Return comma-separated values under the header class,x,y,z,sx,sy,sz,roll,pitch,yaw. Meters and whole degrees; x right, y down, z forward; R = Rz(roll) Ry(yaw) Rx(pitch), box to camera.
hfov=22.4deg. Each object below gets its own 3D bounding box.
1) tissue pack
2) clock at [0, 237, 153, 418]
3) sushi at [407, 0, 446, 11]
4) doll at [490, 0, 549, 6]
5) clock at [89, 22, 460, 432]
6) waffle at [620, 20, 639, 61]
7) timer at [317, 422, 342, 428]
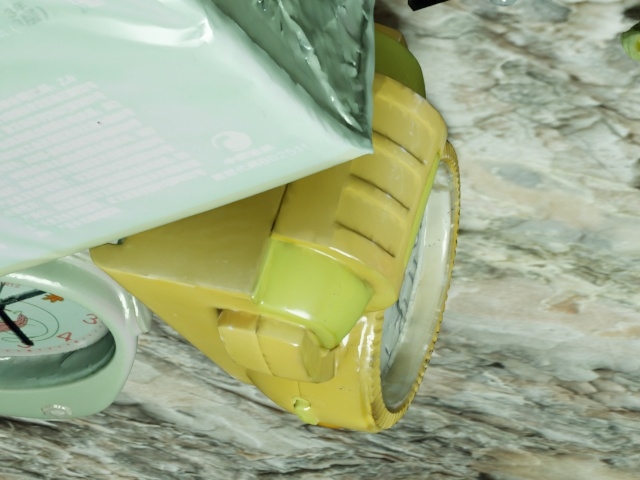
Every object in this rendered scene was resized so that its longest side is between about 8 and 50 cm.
class,x,y,z,sx,sy,sz,roll,pitch,yaw
tissue pack,-0.214,-0.137,0.941,0.404,0.205,0.332,-15,143,29
clock,-0.271,0.040,1.359,0.265,0.109,0.324,13,148,-18
sushi,0.061,-0.197,0.948,0.056,0.085,0.083,-15,147,25
doll,0.144,-0.190,0.976,0.094,0.079,0.180,-8,166,-14
clock,0.000,0.000,1.161,0.200,0.244,0.317,14,160,21
waffle,0.328,-0.141,1.065,0.207,0.054,0.214,15,150,-30
timer,-0.019,0.098,1.469,0.132,0.132,0.152,21,169,-31
